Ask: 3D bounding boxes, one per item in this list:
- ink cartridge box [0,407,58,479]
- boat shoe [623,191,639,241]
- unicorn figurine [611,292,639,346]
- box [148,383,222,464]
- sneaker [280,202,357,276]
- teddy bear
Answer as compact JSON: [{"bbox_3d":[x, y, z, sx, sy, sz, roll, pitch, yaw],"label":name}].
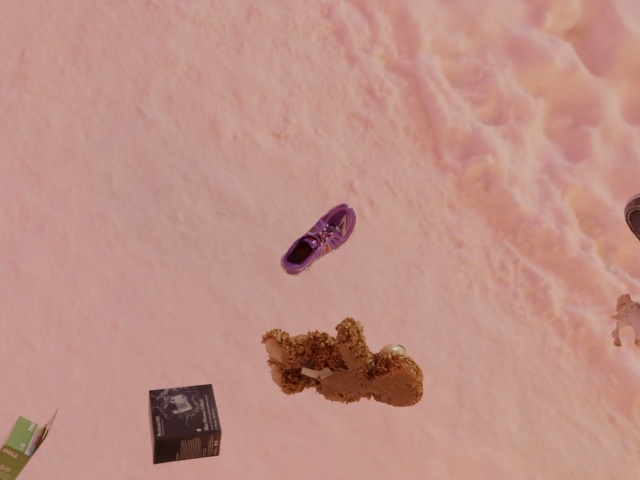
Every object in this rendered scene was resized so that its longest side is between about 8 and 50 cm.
[{"bbox_3d":[-0.619,0.429,1.301,0.062,0.109,0.209,35,98,-16],"label":"ink cartridge box"},{"bbox_3d":[0.490,0.013,0.865,0.102,0.108,0.301,-14,29,-8],"label":"boat shoe"},{"bbox_3d":[0.465,0.132,0.900,0.060,0.111,0.162,-20,40,-24],"label":"unicorn figurine"},{"bbox_3d":[-0.329,0.439,1.559,0.158,0.093,0.156,-2,35,-19],"label":"box"},{"bbox_3d":[0.000,0.000,1.145,0.068,0.071,0.170,44,81,7],"label":"sneaker"},{"bbox_3d":[0.042,0.247,1.310,0.113,0.338,0.245,-66,141,-52],"label":"teddy bear"}]
